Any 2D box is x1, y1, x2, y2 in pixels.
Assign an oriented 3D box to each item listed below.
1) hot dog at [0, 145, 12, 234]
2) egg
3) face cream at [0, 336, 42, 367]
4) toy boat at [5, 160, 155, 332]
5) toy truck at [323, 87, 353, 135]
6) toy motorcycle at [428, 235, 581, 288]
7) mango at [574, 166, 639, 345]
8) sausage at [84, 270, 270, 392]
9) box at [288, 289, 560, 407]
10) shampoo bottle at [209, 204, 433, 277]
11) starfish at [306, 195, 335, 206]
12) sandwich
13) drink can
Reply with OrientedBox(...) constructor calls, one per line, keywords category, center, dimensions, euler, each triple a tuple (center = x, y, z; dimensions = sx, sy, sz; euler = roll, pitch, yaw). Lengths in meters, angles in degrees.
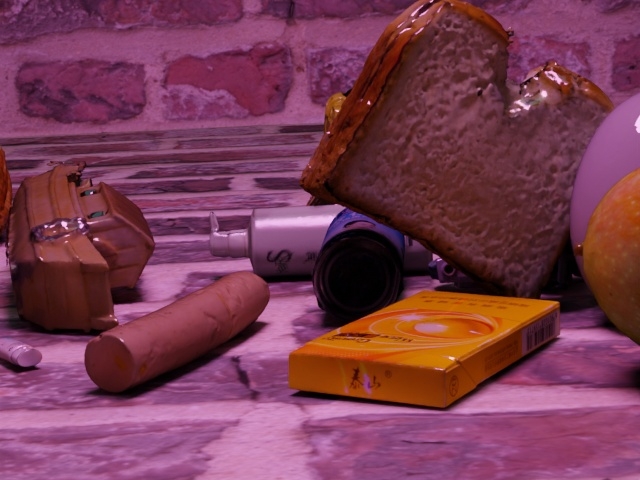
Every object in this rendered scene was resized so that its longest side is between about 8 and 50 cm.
OrientedBox(category="hot dog", center=(-0.573, -0.062, 2.169), dimensions=(0.267, 0.174, 0.387), euler=(-4, 19, 6))
OrientedBox(category="egg", center=(0.329, -0.031, 1.525), dimensions=(0.176, 0.232, 0.176), euler=(-7, 8, 1))
OrientedBox(category="face cream", center=(-0.302, 0.106, 1.532), dimensions=(0.038, 0.020, 0.115), euler=(-9, 11, -29))
OrientedBox(category="toy boat", center=(-0.273, 0.011, 1.806), dimensions=(0.162, 0.136, 0.445), euler=(-8, 15, -8))
OrientedBox(category="toy truck", center=(0.209, -0.114, 2.218), dimensions=(0.405, 0.181, 0.254), euler=(0, 17, -2))
OrientedBox(category="toy motorcycle", center=(0.225, 0.019, 1.724), dimensions=(0.213, 0.082, 0.122), euler=(-11, -1, 2))
OrientedBox(category="mango", center=(0.409, 0.022, 1.315), dimensions=(0.382, 0.201, 0.225), euler=(7, -12, 0))
OrientedBox(category="sausage", center=(-0.125, 0.082, 1.507), dimensions=(0.065, 0.066, 0.301), euler=(1, 13, 23))
OrientedBox(category="box", center=(0.101, 0.092, 1.430), dimensions=(0.152, 0.043, 0.269), euler=(2, 10, 28))
OrientedBox(category="shampoo bottle", center=(0.000, 0.000, 1.866), dimensions=(0.262, 0.085, 0.085), euler=(-3, 10, 1))
OrientedBox(category="starfish", center=(0.016, -0.061, 1.889), dimensions=(0.133, 0.041, 0.130), euler=(-13, -31, 17))
OrientedBox(category="sandwich", center=(0.151, -0.096, 1.595), dimensions=(0.273, 0.249, 0.095), euler=(30, 2, -17))
OrientedBox(category="drink can", center=(0.044, 0.021, 1.704), dimensions=(0.097, 0.097, 0.235), euler=(-2, 9, 4))
